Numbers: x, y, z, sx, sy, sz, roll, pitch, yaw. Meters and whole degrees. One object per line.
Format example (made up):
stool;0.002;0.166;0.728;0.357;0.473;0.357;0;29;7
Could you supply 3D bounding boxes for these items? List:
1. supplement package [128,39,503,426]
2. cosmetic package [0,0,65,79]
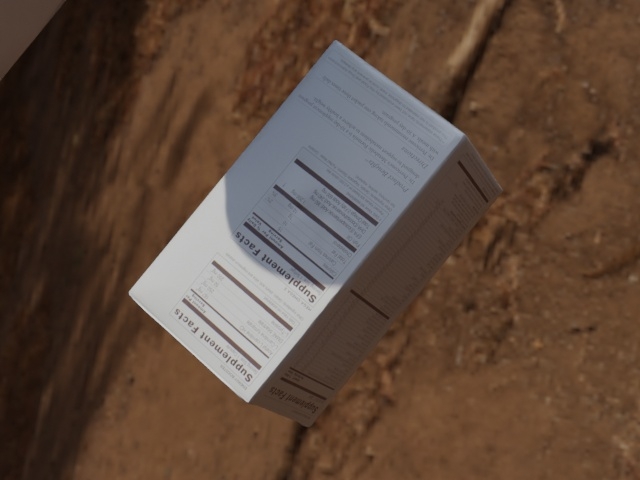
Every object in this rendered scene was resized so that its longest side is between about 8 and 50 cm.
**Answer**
supplement package;0.000;0.000;0.992;0.244;0.134;0.139;-50;-25;0
cosmetic package;-0.169;-0.146;0.342;0.224;0.225;0.138;-58;-9;-23
